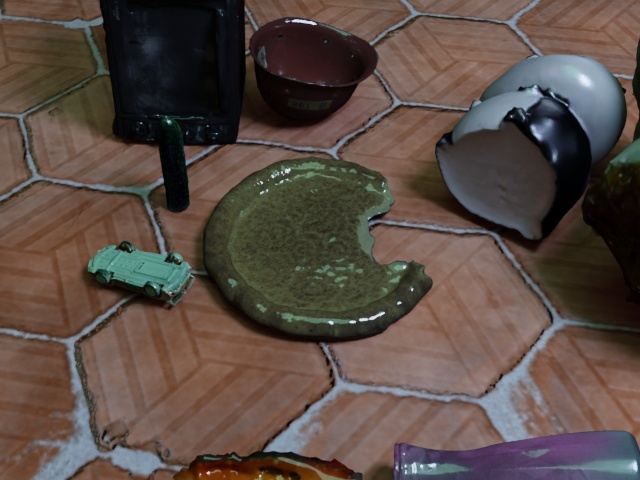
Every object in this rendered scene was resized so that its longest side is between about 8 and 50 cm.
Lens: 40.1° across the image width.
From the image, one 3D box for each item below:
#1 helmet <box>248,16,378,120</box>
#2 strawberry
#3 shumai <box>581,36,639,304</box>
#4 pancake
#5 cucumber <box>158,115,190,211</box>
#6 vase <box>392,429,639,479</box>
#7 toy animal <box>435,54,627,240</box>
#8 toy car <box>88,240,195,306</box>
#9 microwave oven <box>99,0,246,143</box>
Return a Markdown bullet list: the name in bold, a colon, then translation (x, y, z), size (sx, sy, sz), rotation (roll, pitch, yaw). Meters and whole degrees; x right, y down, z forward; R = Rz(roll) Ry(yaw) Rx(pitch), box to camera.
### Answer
- **helmet**: translation (-0.013, -0.223, 1.206), size (0.175, 0.106, 0.155), rotation (-7, 49, -14)
- **strawberry**: translation (-0.029, 0.251, 0.739), size (0.192, 0.085, 0.140), rotation (-7, 52, 1)
- **shumai**: translation (0.453, -0.052, 0.913), size (0.397, 0.324, 0.323), rotation (39, 71, 10)
- **pancake**: translation (0.000, 0.000, 1.032), size (0.286, 0.033, 0.288), rotation (19, 47, 20)
- **cucumber**: translation (-0.177, -0.093, 1.056), size (0.032, 0.133, 0.032), rotation (1, 43, -1)
- **vase**: translation (0.171, 0.212, 0.786), size (0.214, 0.086, 0.086), rotation (0, 44, 7)
- **toy animal**: translation (0.267, -0.133, 1.067), size (0.187, 0.165, 0.235), rotation (-14, 29, 52)
- **toy car**: translation (-0.206, 0.036, 0.994), size (0.122, 0.035, 0.059), rotation (10, 45, 23)
- **microwave oven**: translation (-0.191, -0.266, 1.156), size (0.178, 0.247, 0.188), rotation (4, 46, 0)
